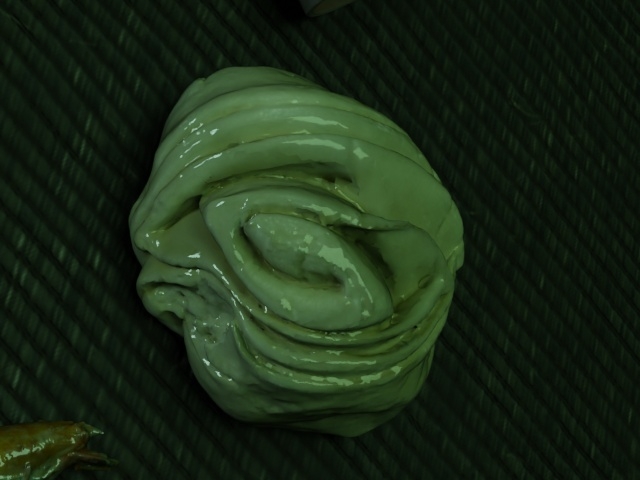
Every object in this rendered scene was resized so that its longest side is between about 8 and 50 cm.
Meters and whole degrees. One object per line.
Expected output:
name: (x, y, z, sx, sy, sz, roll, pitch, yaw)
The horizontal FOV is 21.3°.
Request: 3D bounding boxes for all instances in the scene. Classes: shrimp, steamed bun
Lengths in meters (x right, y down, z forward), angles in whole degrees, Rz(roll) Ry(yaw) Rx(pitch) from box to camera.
shrimp: (-0.229, 0.199, 1.268, 0.187, 0.051, 0.132, -24, 77, -27)
steamed bun: (-0.003, -0.001, 1.385, 0.276, 0.203, 0.289, 10, 71, -30)

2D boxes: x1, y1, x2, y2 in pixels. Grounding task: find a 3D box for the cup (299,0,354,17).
cup: (0.036, -0.337, 1.532, 0.200, 0.191, 0.253, 61, 26, 0)
